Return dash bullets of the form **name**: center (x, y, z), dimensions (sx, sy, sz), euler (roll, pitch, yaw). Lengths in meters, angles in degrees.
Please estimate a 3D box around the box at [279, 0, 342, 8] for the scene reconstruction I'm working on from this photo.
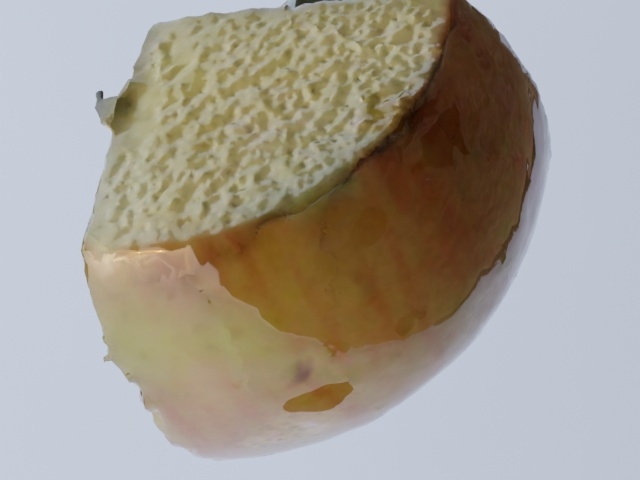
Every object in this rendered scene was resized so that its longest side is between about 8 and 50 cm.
- **box**: center (0.009, -0.149, 1.532), dimensions (0.226, 0.149, 0.226), euler (31, -140, -30)

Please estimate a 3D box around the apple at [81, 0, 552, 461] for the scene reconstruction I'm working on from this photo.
- **apple**: center (0.000, 0.000, 0.925), dimensions (0.314, 0.252, 0.309), euler (-38, -42, -9)
